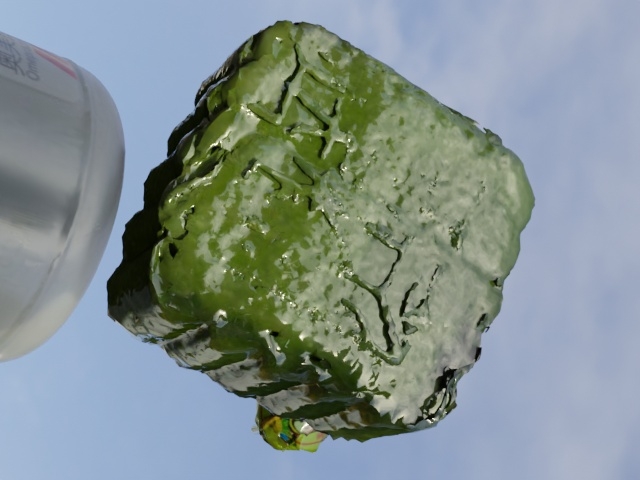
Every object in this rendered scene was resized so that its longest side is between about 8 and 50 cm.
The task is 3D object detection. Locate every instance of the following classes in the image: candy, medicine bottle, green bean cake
[{"bbox_3d":[-0.033,0.142,1.345,0.058,0.062,0.194,-43,-179,-15],"label":"candy"},{"bbox_3d":[-0.325,-0.058,1.248,0.245,0.306,0.245,-32,-131,44],"label":"medicine bottle"},{"bbox_3d":[0.000,0.000,1.008,0.200,0.214,0.113,-64,-163,-19],"label":"green bean cake"}]
